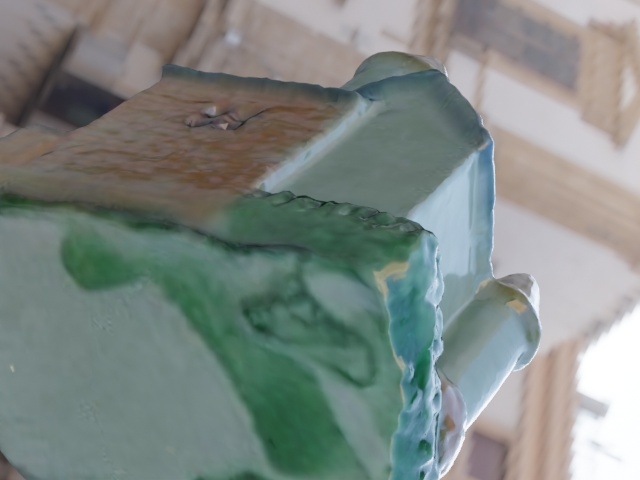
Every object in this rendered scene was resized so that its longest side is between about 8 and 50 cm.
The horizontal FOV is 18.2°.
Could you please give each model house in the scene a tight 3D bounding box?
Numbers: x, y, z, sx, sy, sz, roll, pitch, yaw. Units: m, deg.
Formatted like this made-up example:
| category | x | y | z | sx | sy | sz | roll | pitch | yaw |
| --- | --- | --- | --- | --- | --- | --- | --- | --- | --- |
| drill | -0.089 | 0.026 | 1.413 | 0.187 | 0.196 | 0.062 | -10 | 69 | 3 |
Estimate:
| category | x | y | z | sx | sy | sz | roll | pitch | yaw |
| --- | --- | --- | --- | --- | --- | --- | --- | --- | --- |
| model house | 0.000 | 0.000 | 1.125 | 0.325 | 0.267 | 0.194 | -45 | 138 | -49 |
